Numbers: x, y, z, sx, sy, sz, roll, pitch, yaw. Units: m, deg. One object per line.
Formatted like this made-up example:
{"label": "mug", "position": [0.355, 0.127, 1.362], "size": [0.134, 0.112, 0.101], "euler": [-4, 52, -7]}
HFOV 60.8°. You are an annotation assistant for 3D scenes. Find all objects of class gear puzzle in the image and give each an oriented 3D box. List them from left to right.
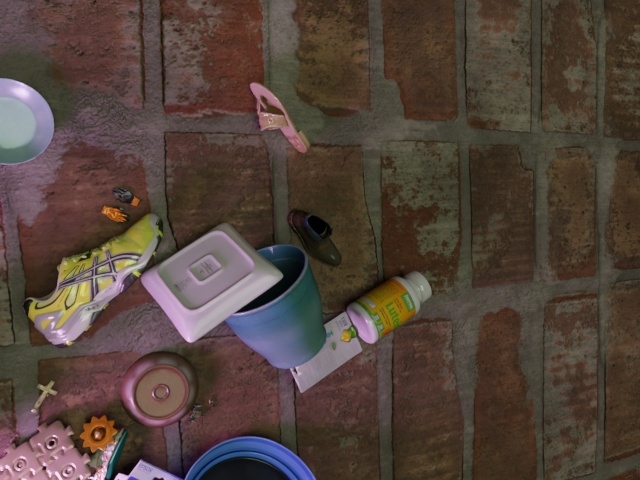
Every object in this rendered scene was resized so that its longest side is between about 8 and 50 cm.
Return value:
{"label": "gear puzzle", "position": [-0.646, 0.532, 1.300], "size": [0.339, 0.044, 0.175], "euler": [-35, 77, -18]}

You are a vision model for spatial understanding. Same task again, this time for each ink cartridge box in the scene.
{"label": "ink cartridge box", "position": [-0.458, 0.668, 1.373], "size": [0.208, 0.045, 0.206], "euler": [-55, 134, -19]}

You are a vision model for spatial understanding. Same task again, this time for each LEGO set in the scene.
{"label": "LEGO set", "position": [-0.328, 0.463, 1.482], "size": [0.083, 0.024, 0.054], "euler": [-15, 101, -37]}

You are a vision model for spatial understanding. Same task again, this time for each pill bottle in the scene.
{"label": "pill bottle", "position": [0.213, 0.193, 1.657], "size": [0.246, 0.136, 0.136], "euler": [-30, 105, -21]}

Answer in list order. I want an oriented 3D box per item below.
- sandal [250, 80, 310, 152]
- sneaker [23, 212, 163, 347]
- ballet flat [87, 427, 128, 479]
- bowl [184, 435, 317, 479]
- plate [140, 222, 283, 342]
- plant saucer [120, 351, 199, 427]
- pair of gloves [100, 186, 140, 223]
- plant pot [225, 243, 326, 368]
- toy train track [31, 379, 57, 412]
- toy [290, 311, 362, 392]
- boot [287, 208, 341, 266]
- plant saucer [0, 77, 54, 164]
{"label": "sandal", "position": [-0.127, -0.319, 1.499], "size": [0.240, 0.088, 0.079], "euler": [48, 67, -24]}
{"label": "sneaker", "position": [-0.530, 0.071, 1.299], "size": [0.147, 0.145, 0.384], "euler": [45, 73, -21]}
{"label": "ballet flat", "position": [-0.549, 0.580, 1.351], "size": [0.077, 0.091, 0.240], "euler": [15, 82, -3]}
{"label": "bowl", "position": [-0.177, 0.705, 1.405], "size": [0.392, 0.390, 0.077], "euler": [8, 132, -25]}
{"label": "plate", "position": [-0.280, 0.082, 1.357], "size": [0.278, 0.277, 0.045], "euler": [-35, 141, -19]}
{"label": "plant saucer", "position": [-0.415, 0.390, 1.416], "size": [0.199, 0.036, 0.198], "euler": [0, 89, -19]}
{"label": "pair of gloves", "position": [-0.503, -0.088, 1.376], "size": [0.074, 0.010, 0.083], "euler": [30, 79, -23]}
{"label": "plant pot", "position": [-0.111, 0.192, 1.447], "size": [0.272, 0.272, 0.255], "euler": [-36, 121, -19]}
{"label": "toy train track", "position": [-0.670, 0.378, 1.318], "size": [0.048, 0.014, 0.083], "euler": [34, 79, -22]}
{"label": "toy", "position": [0.002, 0.323, 1.609], "size": [0.237, 0.056, 0.136], "euler": [-28, 100, -27]}
{"label": "boot", "position": [0.000, 0.000, 1.563], "size": [0.219, 0.106, 0.082], "euler": [47, 74, -19]}
{"label": "plant saucer", "position": [-0.718, -0.270, 1.251], "size": [0.195, 0.037, 0.194], "euler": [-1, 92, -26]}
